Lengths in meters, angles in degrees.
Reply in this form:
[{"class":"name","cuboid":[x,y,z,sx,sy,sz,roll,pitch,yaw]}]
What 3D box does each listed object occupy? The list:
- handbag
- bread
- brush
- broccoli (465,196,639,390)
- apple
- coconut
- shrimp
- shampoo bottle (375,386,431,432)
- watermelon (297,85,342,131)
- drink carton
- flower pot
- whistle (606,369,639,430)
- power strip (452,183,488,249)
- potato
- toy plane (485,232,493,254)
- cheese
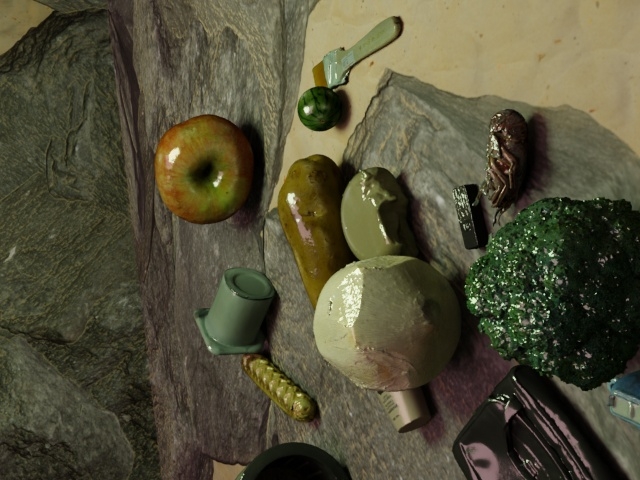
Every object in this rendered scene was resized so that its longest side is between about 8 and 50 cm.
[{"class":"handbag","cuboid":[0.331,0.360,1.122,0.275,0.088,0.244,61,140,37]},{"class":"bread","cuboid":[-0.120,0.389,1.948,0.077,0.084,0.367,-52,34,-8]},{"class":"brush","cuboid":[0.067,-0.385,1.497,0.336,0.020,0.086,-19,79,61]},{"class":"broccoli","cuboid":[0.329,0.077,0.932,0.270,0.270,0.270,56,177,39]},{"class":"apple","cuboid":[-0.322,-0.203,1.988,0.250,0.277,0.309,-118,47,-62]},{"class":"coconut","cuboid":[0.120,0.143,1.279,0.247,0.244,0.245,-29,71,61]},{"class":"shrimp","cuboid":[0.283,-0.109,1.122,0.073,0.075,0.190,13,123,26]},{"class":"shampoo bottle","cuboid":[0.136,0.252,1.449,0.257,0.078,0.127,67,148,29]},{"class":"watermelon","cuboid":[-0.003,-0.289,1.565,0.109,0.109,0.109,20,113,58]},{"class":"drink carton","cuboid":[-0.225,0.185,2.001,0.185,0.191,0.190,52,129,47]},{"class":"flower pot","cuboid":[-0.106,0.669,1.771,0.330,0.293,0.294,131,126,-59]},{"class":"whistle","cuboid":[0.461,0.218,0.860,0.269,0.093,0.180,21,114,52]},{"class":"power strip","cuboid":[0.254,-0.040,1.223,0.038,0.029,0.111,-28,72,59]},{"class":"potato","cuboid":[0.000,0.000,1.556,0.195,0.176,0.369,-11,92,56]},{"class":"toy plane","cuboid":[0.286,0.031,1.178,0.080,0.033,0.083,63,148,7]},{"class":"cheese","cuboid":[0.118,-0.028,1.412,0.203,0.091,0.175,64,146,27]}]
